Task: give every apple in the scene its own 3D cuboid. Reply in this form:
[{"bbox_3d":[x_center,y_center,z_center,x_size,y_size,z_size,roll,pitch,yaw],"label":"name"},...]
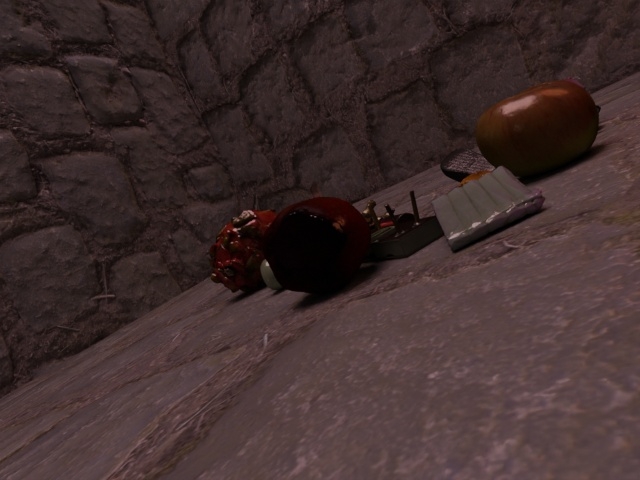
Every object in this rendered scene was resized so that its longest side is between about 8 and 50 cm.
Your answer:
[{"bbox_3d":[0.498,-0.254,1.160,0.261,0.194,0.261,-25,7,3],"label":"apple"}]

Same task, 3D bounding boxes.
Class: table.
[{"bbox_3d":[0.149,-0.030,1.109,0.122,0.111,0.240,-28,6,-23],"label":"table"}]

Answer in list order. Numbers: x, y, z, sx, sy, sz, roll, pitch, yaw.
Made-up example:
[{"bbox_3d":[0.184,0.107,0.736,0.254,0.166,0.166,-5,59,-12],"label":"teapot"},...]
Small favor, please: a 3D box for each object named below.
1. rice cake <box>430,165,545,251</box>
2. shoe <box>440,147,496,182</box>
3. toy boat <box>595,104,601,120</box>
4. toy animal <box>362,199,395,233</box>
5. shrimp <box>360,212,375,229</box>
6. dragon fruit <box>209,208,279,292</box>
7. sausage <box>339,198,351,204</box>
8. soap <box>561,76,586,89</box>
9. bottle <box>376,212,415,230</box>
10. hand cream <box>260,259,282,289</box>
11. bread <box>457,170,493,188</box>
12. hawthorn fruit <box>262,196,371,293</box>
[{"bbox_3d":[0.294,-0.063,0.914,0.189,0.037,0.198,-27,19,6],"label":"rice cake"},{"bbox_3d":[0.469,-0.211,1.548,0.108,0.093,0.241,-44,29,-5],"label":"shoe"},{"bbox_3d":[0.722,-0.325,1.487,0.210,0.070,0.291,-28,7,35],"label":"toy boat"},{"bbox_3d":[0.128,-0.043,1.568,0.219,0.103,0.101,-25,24,-2],"label":"toy animal"},{"bbox_3d":[0.032,-0.021,1.429,0.253,0.058,0.173,-10,-17,8],"label":"shrimp"},{"bbox_3d":[-0.239,0.044,1.667,0.291,0.250,0.269,-45,7,-22],"label":"dragon fruit"},{"bbox_3d":[0.059,-0.089,1.971,0.152,0.152,0.279,-25,6,14],"label":"sausage"},{"bbox_3d":[0.721,-0.398,1.643,0.259,0.081,0.181,-27,-37,-10],"label":"soap"},{"bbox_3d":[0.190,-0.039,1.284,0.060,0.060,0.164,-28,4,-13],"label":"bottle"},{"bbox_3d":[-0.012,0.038,1.353,0.306,0.093,0.147,-25,-10,5],"label":"hand cream"},{"bbox_3d":[0.419,-0.154,1.346,0.106,0.053,0.072,-23,7,-20],"label":"bread"},{"bbox_3d":[0.000,0.000,1.053,0.215,0.215,0.250,-23,11,37],"label":"hawthorn fruit"}]
